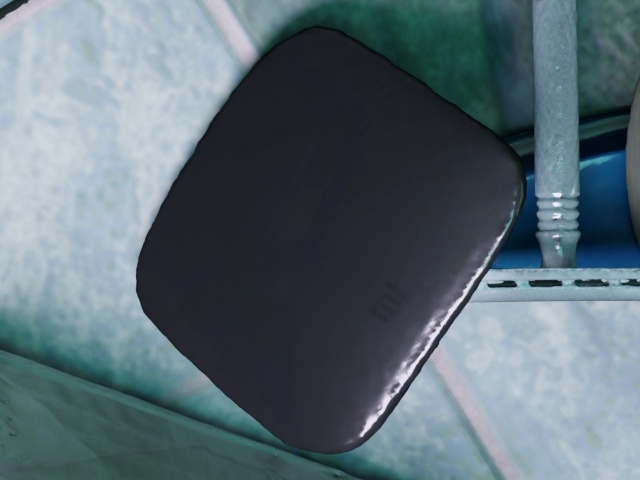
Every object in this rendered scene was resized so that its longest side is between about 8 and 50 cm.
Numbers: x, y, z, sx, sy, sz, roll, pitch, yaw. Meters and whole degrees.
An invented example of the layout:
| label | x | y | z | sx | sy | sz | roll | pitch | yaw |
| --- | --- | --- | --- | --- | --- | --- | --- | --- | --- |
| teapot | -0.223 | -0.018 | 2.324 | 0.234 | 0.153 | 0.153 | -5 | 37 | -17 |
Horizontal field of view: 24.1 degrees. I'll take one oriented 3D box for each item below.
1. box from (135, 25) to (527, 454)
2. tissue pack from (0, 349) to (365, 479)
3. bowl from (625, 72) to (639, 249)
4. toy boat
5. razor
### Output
| label | x | y | z | sx | sy | sz | roll | pitch | yaw |
| --- | --- | --- | --- | --- | --- | --- | --- | --- | --- |
| box | 0.000 | 0.000 | 0.836 | 0.042 | 0.201 | 0.212 | 10 | 115 | -56 |
| tissue pack | -0.134 | 0.315 | 0.909 | 0.332 | 0.205 | 0.405 | 22 | 106 | -17 |
| bowl | 0.350 | -0.033 | 0.773 | 0.354 | 0.185 | 0.354 | -1 | 110 | -2 |
| toy boat | 0.232 | -0.031 | 0.902 | 0.299 | 0.062 | 0.096 | -8 | 109 | -3 |
| razor | 0.132 | -0.081 | 0.831 | 0.106 | 0.068 | 0.232 | 0 | 88 | -2 |
